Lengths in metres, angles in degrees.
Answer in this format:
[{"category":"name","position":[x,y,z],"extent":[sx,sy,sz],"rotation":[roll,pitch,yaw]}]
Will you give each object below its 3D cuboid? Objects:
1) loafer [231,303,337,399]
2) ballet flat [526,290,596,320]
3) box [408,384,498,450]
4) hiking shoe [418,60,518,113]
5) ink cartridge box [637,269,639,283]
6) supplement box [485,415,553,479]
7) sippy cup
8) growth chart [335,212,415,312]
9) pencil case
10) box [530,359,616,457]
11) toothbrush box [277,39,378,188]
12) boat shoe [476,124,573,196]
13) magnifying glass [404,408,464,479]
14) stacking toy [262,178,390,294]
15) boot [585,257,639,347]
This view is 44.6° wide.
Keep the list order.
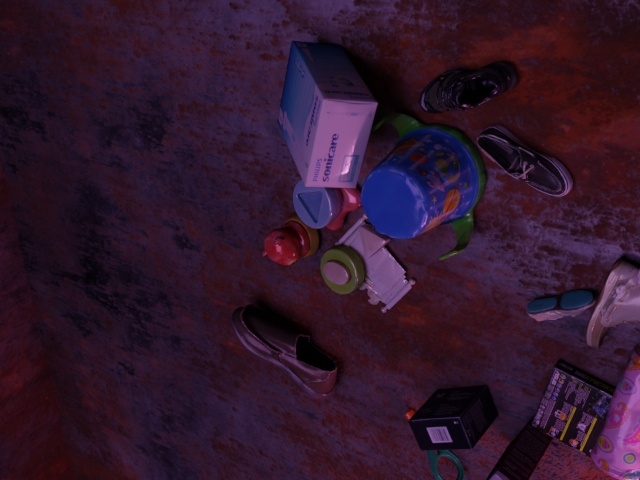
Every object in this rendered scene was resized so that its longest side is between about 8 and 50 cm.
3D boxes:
[{"category":"loafer","position":[-0.090,0.292,2.233],"extent":[0.366,0.134,0.130],"rotation":[36,126,5]},{"category":"ballet flat","position":[0.536,0.146,1.717],"extent":[0.168,0.057,0.052],"rotation":[-13,132,45]},{"category":"box","position":[0.333,0.443,1.947],"extent":[0.156,0.158,0.093],"rotation":[-16,102,42]},{"category":"hiking shoe","position":[0.287,-0.313,1.618],"extent":[0.227,0.114,0.086],"rotation":[-13,103,41]},{"category":"ink cartridge box","position":[0.758,0.027,1.427],"extent":[0.278,0.117,0.201],"rotation":[24,125,26]},{"category":"supplement box","position":[0.459,0.535,1.841],"extent":[0.073,0.239,0.130],"rotation":[36,130,16]},{"category":"sippy cup","position":[0.210,-0.115,1.707],"extent":[0.305,0.224,0.240],"rotation":[32,129,20]},{"category":"growth chart","position":[0.134,0.064,1.998],"extent":[0.237,0.021,0.172],"rotation":[53,134,3]},{"category":"pencil case","position":[0.667,0.360,1.630],"extent":[0.124,0.124,0.284],"rotation":[24,108,27]},{"category":"box","position":[0.599,0.394,1.794],"extent":[0.184,0.045,0.190],"rotation":[25,125,23]},{"category":"toothbrush box","position":[0.006,-0.284,1.740],"extent":[0.295,0.126,0.216],"rotation":[-112,28,-51]},{"category":"boat shoe","position":[0.420,-0.157,1.626],"extent":[0.219,0.070,0.078],"rotation":[37,130,17]},{"category":"magnifying glass","position":[0.302,0.558,2.092],"extent":[0.231,0.092,0.026],"rotation":[56,138,14]},{"category":"stacking toy","position":[0.000,0.000,1.974],"extent":[0.279,0.130,0.309],"rotation":[48,133,18]},{"category":"boot","position":[0.652,0.159,1.608],"extent":[0.165,0.077,0.213],"rotation":[25,123,24]}]
